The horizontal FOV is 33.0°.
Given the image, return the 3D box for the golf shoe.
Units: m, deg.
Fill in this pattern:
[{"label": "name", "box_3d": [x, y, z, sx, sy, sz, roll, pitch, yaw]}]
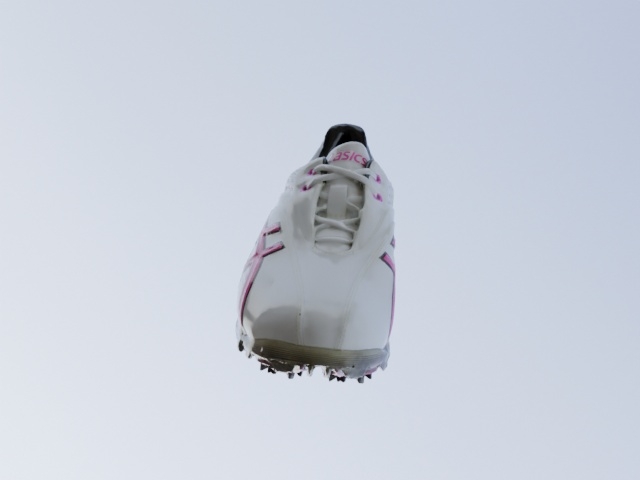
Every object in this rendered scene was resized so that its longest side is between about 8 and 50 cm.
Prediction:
[{"label": "golf shoe", "box_3d": [0.000, 0.000, 0.482, 0.067, 0.186, 0.086, 5, -72, 0]}]
